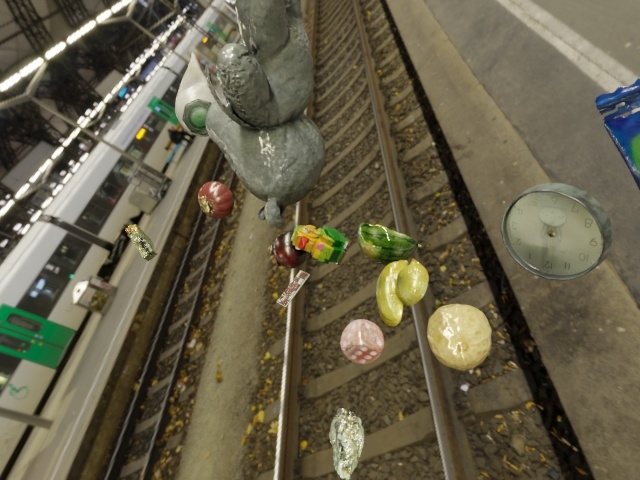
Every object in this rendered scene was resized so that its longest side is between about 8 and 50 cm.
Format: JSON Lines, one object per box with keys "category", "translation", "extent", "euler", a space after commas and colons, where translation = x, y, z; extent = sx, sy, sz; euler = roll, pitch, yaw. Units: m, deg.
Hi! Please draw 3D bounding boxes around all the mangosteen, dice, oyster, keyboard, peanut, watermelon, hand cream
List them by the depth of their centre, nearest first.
{"category": "hand cream", "translation": [-0.213, -0.264, 0.732], "extent": [0.076, 0.121, 0.336], "euler": [-20, 33, -2]}
{"category": "peanut", "translation": [0.313, 0.215, 0.906], "extent": [0.141, 0.109, 0.159], "euler": [-2, 45, 13]}
{"category": "oyster", "translation": [0.061, 0.519, 1.047], "extent": [0.124, 0.064, 0.177], "euler": [-67, 19, 2]}
{"category": "dice", "translation": [0.117, 0.284, 1.133], "extent": [0.093, 0.094, 0.091], "euler": [-48, 24, 34]}
{"category": "mangosteen", "translation": [-0.108, 0.034, 1.275], "extent": [0.140, 0.140, 0.140], "euler": [-40, 31, 31]}
{"category": "watermelon", "translation": [0.230, 0.023, 1.398], "extent": [0.204, 0.232, 0.127], "euler": [142, 148, -81]}
{"category": "keyboard", "translation": [-0.112, 0.192, 1.626], "extent": [0.055, 0.017, 0.166], "euler": [19, 62, 39]}

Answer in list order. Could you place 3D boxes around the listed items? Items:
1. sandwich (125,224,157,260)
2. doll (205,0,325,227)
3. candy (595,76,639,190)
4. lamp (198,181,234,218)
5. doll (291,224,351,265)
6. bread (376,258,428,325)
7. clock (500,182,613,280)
{"category": "sandwich", "translation": [-0.510, 0.005, 1.146], "extent": [0.036, 0.104, 0.093], "euler": [-33, 49, -12]}
{"category": "doll", "translation": [-0.084, -0.205, 0.532], "extent": [0.158, 0.340, 0.245], "euler": [-3, 35, 11]}
{"category": "candy", "translation": [0.417, -0.033, 0.379], "extent": [0.187, 0.077, 0.331], "euler": [-25, 76, 51]}
{"category": "lamp", "translation": [-0.272, -0.104, 1.049], "extent": [0.101, 0.101, 0.090], "euler": [-32, 7, 41]}
{"category": "doll", "translation": [0.002, 0.005, 1.215], "extent": [0.106, 0.186, 0.134], "euler": [-63, 27, 25]}
{"category": "bread", "translation": [0.205, 0.132, 1.058], "extent": [0.149, 0.065, 0.187], "euler": [5, 72, 55]}
{"category": "clock", "translation": [0.495, -0.015, 0.862], "extent": [0.042, 0.214, 0.215], "euler": [-27, 10, -32]}
